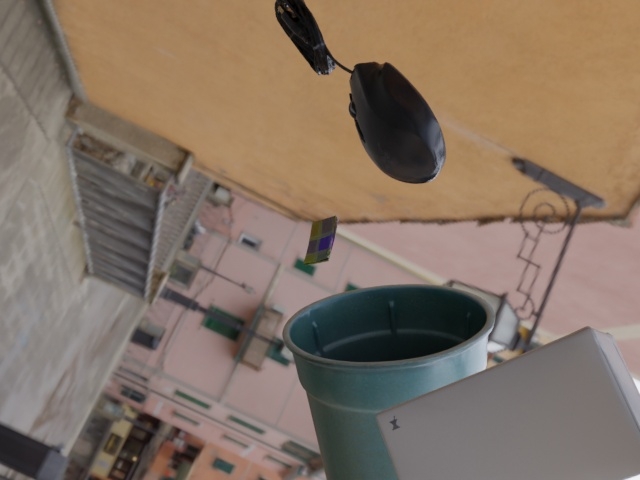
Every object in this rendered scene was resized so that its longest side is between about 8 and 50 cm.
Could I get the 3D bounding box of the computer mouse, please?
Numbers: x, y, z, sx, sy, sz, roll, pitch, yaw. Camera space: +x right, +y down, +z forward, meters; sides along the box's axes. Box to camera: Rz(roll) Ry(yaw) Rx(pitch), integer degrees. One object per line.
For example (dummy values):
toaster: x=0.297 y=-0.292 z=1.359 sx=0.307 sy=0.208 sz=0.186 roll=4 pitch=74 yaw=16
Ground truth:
computer mouse: x=0.016 y=-0.124 z=0.614 sx=0.041 sy=0.242 sz=0.071 roll=-27 pitch=140 yaw=-14

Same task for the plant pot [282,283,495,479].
plant pot: x=0.124 y=0.285 z=1.312 sx=0.341 sy=0.341 sz=0.334 roll=-84 pitch=168 yaw=-74

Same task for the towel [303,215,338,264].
towel: x=0.000 y=0.000 z=1.310 sx=0.060 sy=0.009 sz=0.083 roll=-13 pitch=-126 yaw=42

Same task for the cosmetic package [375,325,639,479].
cosmetic package: x=0.211 y=0.194 z=0.806 sx=0.224 sy=0.138 sz=0.224 roll=-27 pitch=161 yaw=19
